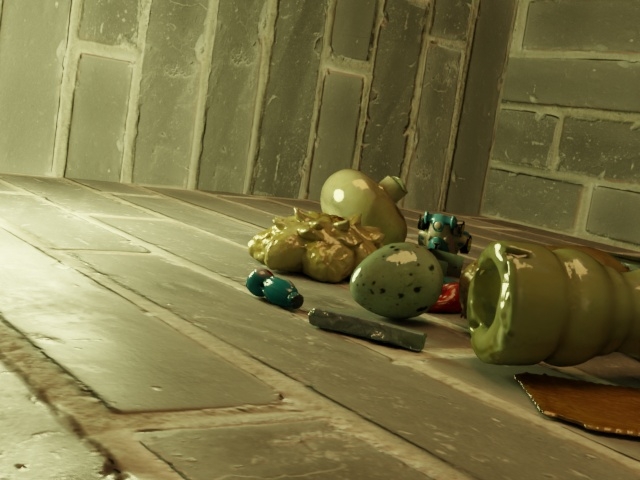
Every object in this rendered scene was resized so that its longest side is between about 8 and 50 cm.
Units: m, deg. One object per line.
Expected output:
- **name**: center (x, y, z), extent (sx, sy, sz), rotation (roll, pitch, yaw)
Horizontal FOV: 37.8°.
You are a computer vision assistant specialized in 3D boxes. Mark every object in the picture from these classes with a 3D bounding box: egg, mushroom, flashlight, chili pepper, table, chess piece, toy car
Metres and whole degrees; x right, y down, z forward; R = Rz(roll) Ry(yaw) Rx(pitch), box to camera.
- **egg**: center (0.123, 0.067, 1.547), extent (0.164, 0.131, 0.131), rotation (-1, 10, -20)
- **mushroom**: center (0.122, -0.078, 2.277), extent (0.202, 0.246, 0.246), rotation (-36, 13, -4)
- **flashlight**: center (-0.074, 0.083, 1.528), extent (0.051, 0.051, 0.129), rotation (3, 15, -39)
- **chili pepper**: center (0.238, 0.103, 1.700), extent (0.191, 0.050, 0.059), rotation (-6, 31, -36)
- **table**: center (0.215, 0.049, 2.077), extent (0.175, 0.062, 0.146), rotation (14, 9, 21)
- **chess piece**: center (0.438, 0.100, 1.298), extent (0.442, 0.234, 0.234), rotation (6, 7, -11)
- **toy car**: center (0.279, 0.004, 2.161), extent (0.126, 0.098, 0.161), rotation (10, -19, 16)

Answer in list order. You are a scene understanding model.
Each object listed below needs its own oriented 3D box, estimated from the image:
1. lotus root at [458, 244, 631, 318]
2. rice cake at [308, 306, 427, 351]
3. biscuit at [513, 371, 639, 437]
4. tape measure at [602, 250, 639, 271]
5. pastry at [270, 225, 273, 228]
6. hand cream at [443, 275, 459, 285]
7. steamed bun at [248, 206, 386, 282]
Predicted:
- **lotus root**: center (0.391, 0.078, 1.544), extent (0.342, 0.152, 0.169), rotation (-8, 10, -10)
- **rice cake**: center (0.067, 0.128, 1.367), extent (0.180, 0.030, 0.042), rotation (11, 2, 22)
- **biscuit**: center (0.376, 0.210, 1.166), extent (0.236, 0.013, 0.232), rotation (7, 7, 0)
- **tape measure**: center (0.616, 0.109, 1.770), extent (0.259, 0.138, 0.262), rotation (9, 7, 15)
- **pastry**: center (-0.042, -0.007, 2.232), extent (0.169, 0.063, 0.087), rotation (-2, 3, -33)
- **hand cream**: center (0.244, 0.086, 1.925), extent (0.224, 0.048, 0.083), rotation (20, 12, 30)
- **steamed bun**: center (0.000, 0.000, 1.920), extent (0.292, 0.137, 0.295), rotation (-1, 13, -37)
